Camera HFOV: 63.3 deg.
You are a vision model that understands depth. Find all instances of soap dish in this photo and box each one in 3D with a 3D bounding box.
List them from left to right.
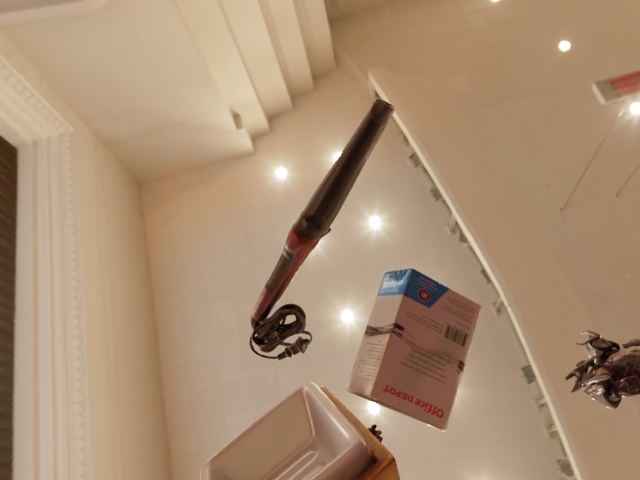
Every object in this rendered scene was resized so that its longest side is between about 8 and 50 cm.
[{"bbox_3d":[-0.034,0.310,0.649,0.229,0.291,0.118,-36,-82,-12],"label":"soap dish"}]

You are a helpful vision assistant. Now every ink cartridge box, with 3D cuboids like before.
[{"bbox_3d":[0.145,0.166,0.803,0.148,0.086,0.203,29,-108,-21],"label":"ink cartridge box"}]

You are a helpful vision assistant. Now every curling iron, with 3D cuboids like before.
[{"bbox_3d":[0.000,0.000,0.480,0.068,0.035,0.274,28,-69,9],"label":"curling iron"}]

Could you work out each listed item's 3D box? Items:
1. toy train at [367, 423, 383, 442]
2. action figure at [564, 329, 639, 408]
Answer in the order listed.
[{"bbox_3d":[0.053,0.341,0.751,0.036,0.027,0.158,36,-123,-6],"label":"toy train"},{"bbox_3d":[0.439,0.186,0.636,0.185,0.099,0.285,-23,-150,-15],"label":"action figure"}]
